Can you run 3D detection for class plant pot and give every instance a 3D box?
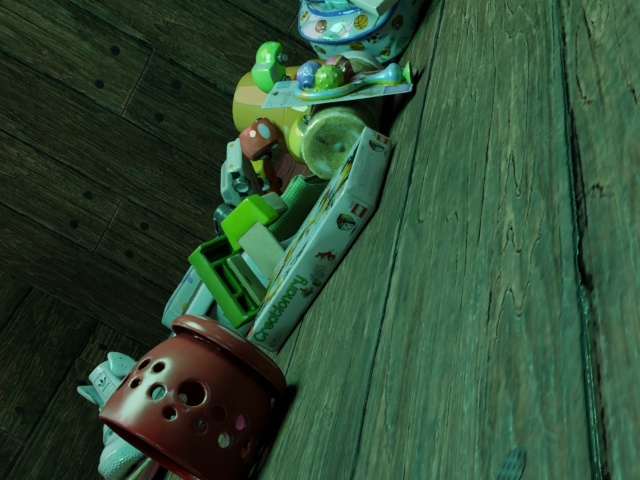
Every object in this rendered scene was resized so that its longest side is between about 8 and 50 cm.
[{"bbox_3d":[-0.146,0.198,1.358,0.174,0.191,0.191,-56,5,-16],"label":"plant pot"},{"bbox_3d":[-0.057,-0.252,2.139,0.205,0.188,0.205,-36,-49,-56],"label":"plant pot"}]

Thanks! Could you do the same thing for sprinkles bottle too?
[{"bbox_3d":[0.046,-0.216,1.870,0.121,0.121,0.355,-58,8,25],"label":"sprinkles bottle"}]

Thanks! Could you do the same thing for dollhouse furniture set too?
[{"bbox_3d":[-0.051,0.001,1.941,0.197,0.151,0.301,-43,-9,34],"label":"dollhouse furniture set"}]

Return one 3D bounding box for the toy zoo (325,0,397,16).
[{"bbox_3d":[0.120,-0.526,2.026,0.293,0.192,0.030,-41,-33,-4],"label":"toy zoo"}]

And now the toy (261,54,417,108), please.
[{"bbox_3d":[0.030,-0.262,1.763,0.137,0.237,0.056,-70,-24,-64],"label":"toy"}]

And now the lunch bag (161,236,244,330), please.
[{"bbox_3d":[-0.249,0.102,2.669,0.279,0.108,0.224,-56,-10,18],"label":"lunch bag"}]

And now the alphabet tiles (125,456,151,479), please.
[{"bbox_3d":[-0.398,0.496,2.236,0.342,0.011,0.285,-45,-2,-44],"label":"alphabet tiles"}]

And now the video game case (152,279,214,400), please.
[{"bbox_3d":[-0.266,0.162,2.233,0.329,0.036,0.300,-59,6,10],"label":"video game case"}]

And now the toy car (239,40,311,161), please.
[{"bbox_3d":[-0.085,-0.243,2.000,0.239,0.225,0.053,6,23,43],"label":"toy car"}]

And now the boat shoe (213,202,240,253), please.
[{"bbox_3d":[-0.170,-0.025,2.118,0.080,0.076,0.228,-49,-6,-4],"label":"boat shoe"}]

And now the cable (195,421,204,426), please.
[{"bbox_3d":[-0.179,0.246,1.948,0.150,0.047,0.184,-54,9,44],"label":"cable"}]

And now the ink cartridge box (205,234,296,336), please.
[{"bbox_3d":[-0.137,0.048,2.260,0.308,0.091,0.385,-54,11,43],"label":"ink cartridge box"}]

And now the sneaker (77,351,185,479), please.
[{"bbox_3d":[-0.422,0.362,2.312,0.137,0.210,0.366,-47,-1,15],"label":"sneaker"}]

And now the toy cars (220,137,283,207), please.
[{"bbox_3d":[-0.150,-0.111,2.278,0.394,0.087,0.176,-16,-84,-81],"label":"toy cars"}]

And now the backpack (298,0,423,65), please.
[{"bbox_3d":[0.077,-0.468,2.153,0.276,0.213,0.263,-7,64,33],"label":"backpack"}]

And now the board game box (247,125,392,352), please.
[{"bbox_3d":[0.000,0.000,1.620,0.305,0.053,0.193,-56,8,33],"label":"board game box"}]
